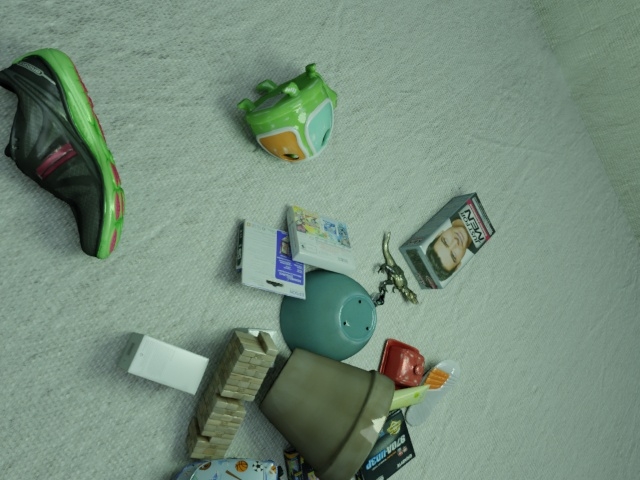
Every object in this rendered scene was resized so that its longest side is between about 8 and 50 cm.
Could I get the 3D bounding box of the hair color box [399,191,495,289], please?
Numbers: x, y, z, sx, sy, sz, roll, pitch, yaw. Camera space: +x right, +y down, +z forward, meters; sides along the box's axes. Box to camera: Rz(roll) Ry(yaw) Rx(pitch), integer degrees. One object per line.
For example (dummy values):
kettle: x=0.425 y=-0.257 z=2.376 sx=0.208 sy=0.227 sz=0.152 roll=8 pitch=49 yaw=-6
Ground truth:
hair color box: x=0.476 y=-0.002 z=1.748 sx=0.374 sy=0.114 sz=0.185 roll=-39 pitch=105 yaw=-29

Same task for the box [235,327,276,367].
box: x=-0.181 y=0.291 z=1.296 sx=0.087 sy=0.102 sz=0.101 roll=9 pitch=79 yaw=-29

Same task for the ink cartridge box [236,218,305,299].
ink cartridge box: x=-0.138 y=0.060 z=1.349 sx=0.206 sy=0.045 sz=0.208 roll=19 pitch=53 yaw=-30

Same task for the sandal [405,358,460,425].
sandal: x=0.374 y=0.516 z=1.649 sx=0.102 sy=0.076 sz=0.265 roll=40 pitch=85 yaw=-12

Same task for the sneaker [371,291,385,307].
sneaker: x=0.181 y=0.209 z=1.557 sx=0.038 sy=0.069 sz=0.098 roll=44 pitch=63 yaw=-20

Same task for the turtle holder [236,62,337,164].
turtle holder: x=-0.076 y=-0.370 z=1.396 sx=0.320 sy=0.244 sz=0.227 roll=-86 pitch=151 yaw=-57

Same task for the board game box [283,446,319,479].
board game box: x=-0.016 y=0.659 z=1.387 sx=0.170 sy=0.048 sz=0.141 roll=-10 pitch=88 yaw=-33

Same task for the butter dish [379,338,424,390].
butter dish: x=0.291 y=0.423 z=1.573 sx=0.160 sy=0.118 sz=0.160 roll=26 pitch=71 yaw=-27

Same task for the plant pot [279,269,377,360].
plant pot: x=0.054 y=0.226 z=1.399 sx=0.290 sy=0.195 sz=0.290 roll=5 pitch=81 yaw=-33

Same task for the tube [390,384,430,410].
tube: x=0.243 y=0.517 z=1.534 sx=0.240 sy=0.070 sz=0.062 roll=-3 pitch=78 yaw=-22

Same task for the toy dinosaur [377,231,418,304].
toy dinosaur: x=0.246 y=0.114 z=1.620 sx=0.118 sy=0.064 sz=0.268 roll=-27 pitch=97 yaw=-39

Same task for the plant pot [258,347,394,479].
plant pot: x=0.000 y=0.443 z=1.283 sx=0.280 sy=0.323 sz=0.323 roll=32 pitch=65 yaw=4

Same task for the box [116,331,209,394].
box: x=-0.382 y=0.296 z=1.148 sx=0.171 sy=0.130 sz=0.091 roll=30 pitch=68 yaw=-26

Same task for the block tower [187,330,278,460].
block tower: x=-0.226 y=0.383 z=1.183 sx=0.097 sy=0.091 sz=0.335 roll=23 pitch=101 yaw=-30

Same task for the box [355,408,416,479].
box: x=0.193 y=0.666 z=1.518 sx=0.220 sy=0.051 sz=0.175 roll=-19 pitch=95 yaw=-33

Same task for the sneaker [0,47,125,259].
sneaker: x=-0.585 y=-0.180 z=1.078 sx=0.202 sy=0.185 sz=0.482 roll=-20 pitch=92 yaw=-15

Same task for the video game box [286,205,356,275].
video game box: x=0.000 y=0.000 z=1.432 sx=0.205 sy=0.048 sz=0.187 roll=18 pitch=45 yaw=-30

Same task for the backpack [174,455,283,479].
backpack: x=-0.232 y=0.642 z=1.110 sx=0.276 sy=0.264 sz=0.213 roll=-89 pitch=173 yaw=-51
